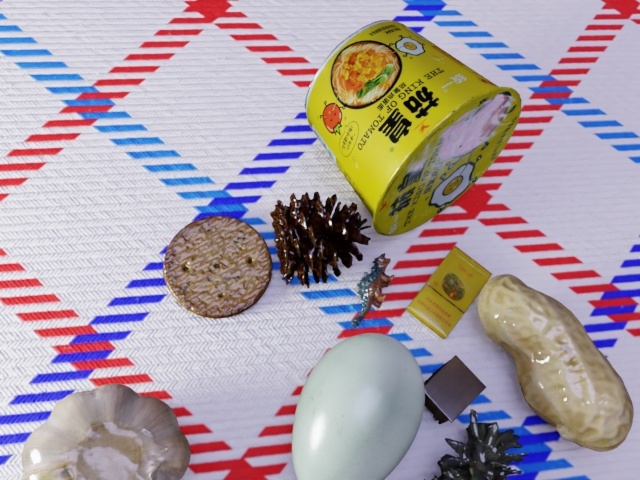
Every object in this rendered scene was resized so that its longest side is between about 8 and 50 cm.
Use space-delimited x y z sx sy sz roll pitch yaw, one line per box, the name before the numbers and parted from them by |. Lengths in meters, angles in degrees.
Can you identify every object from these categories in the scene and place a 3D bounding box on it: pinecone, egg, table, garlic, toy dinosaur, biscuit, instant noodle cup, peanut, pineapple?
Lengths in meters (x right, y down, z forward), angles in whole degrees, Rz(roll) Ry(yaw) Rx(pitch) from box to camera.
pinecone | 0.004 -0.007 1.082 0.165 0.163 0.163 -10 70 -9
egg | 0.054 0.265 0.966 0.182 0.183 0.264 27 73 4
table | 0.205 0.247 1.047 0.083 0.082 0.070 -39 77 -20
garlic | -0.305 0.315 0.915 0.227 0.152 0.228 11 53 -15
toy dinosaur | 0.090 0.086 1.116 0.055 0.049 0.154 27 62 1
biscuit | -0.177 0.045 1.110 0.187 0.027 0.188 3 69 -7
instant noodle cup | 0.143 -0.206 1.118 0.325 0.326 0.254 -32 65 -18
peanut | 0.382 0.197 1.064 0.153 0.140 0.325 -37 75 -2
pineapple | 0.208 0.393 0.958 0.340 0.169 0.169 -38 77 -26

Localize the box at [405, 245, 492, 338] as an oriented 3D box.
box | 0.231 0.091 1.148 0.087 0.023 0.155 37 68 11
